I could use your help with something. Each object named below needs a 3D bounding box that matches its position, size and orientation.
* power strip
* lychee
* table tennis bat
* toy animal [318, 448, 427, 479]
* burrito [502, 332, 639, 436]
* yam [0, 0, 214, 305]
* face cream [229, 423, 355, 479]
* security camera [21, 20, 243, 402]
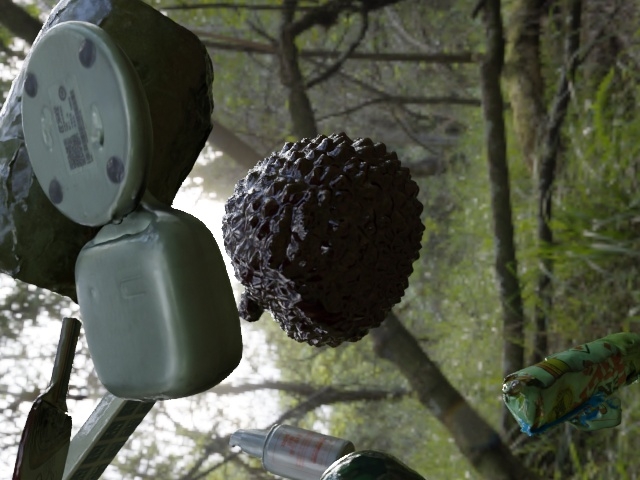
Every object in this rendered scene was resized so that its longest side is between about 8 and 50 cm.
[{"bbox_3d":[-0.390,0.363,1.426,0.367,0.043,0.106,-53,-22,11],"label":"power strip"},{"bbox_3d":[0.000,0.000,1.251,0.330,0.306,0.306,-42,-22,0],"label":"lychee"},{"bbox_3d":[-0.376,0.255,1.188,0.173,0.022,0.301,84,-168,-68],"label":"table tennis bat"},{"bbox_3d":[0.025,0.398,1.067,0.338,0.216,0.191,-37,-40,-38],"label":"toy animal"},{"bbox_3d":[0.296,0.168,0.956,0.288,0.054,0.104,-10,-76,-44],"label":"burrito"},{"bbox_3d":[-0.226,-0.085,0.840,0.300,0.195,0.195,-67,-21,-15],"label":"yam"},{"bbox_3d":[-0.062,0.408,1.655,0.101,0.251,0.101,-32,-53,-58],"label":"face cream"},{"bbox_3d":[-0.150,-0.021,0.672,0.080,0.157,0.302,-19,-85,-45],"label":"security camera"}]
